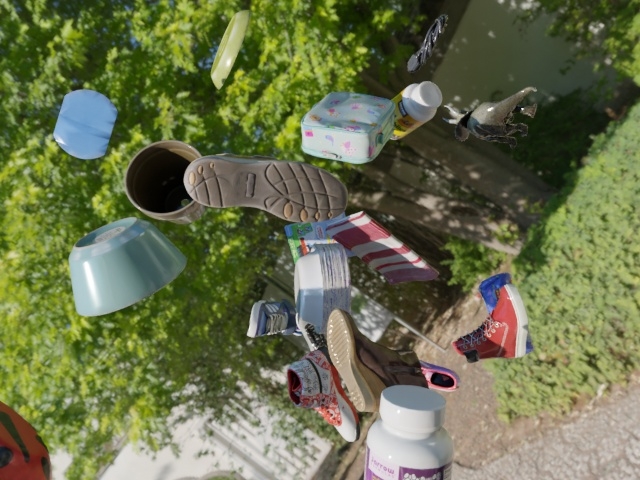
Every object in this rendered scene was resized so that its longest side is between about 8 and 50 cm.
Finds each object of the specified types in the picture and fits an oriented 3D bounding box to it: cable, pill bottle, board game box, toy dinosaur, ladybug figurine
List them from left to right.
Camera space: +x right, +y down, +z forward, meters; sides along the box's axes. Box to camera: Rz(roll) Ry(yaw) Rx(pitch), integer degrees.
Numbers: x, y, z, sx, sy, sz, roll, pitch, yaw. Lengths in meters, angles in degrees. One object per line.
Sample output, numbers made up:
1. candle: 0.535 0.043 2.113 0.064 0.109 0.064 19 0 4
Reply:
1. ladybug figurine: -0.706 0.455 1.108 0.162 0.449 0.305 -58 -40 -14
2. board game box: -0.581 -0.288 1.320 0.033 0.133 0.169 -111 40 -84
3. board game box: 0.000 0.000 1.816 0.211 0.160 0.039 -15 9 6
4. pill bottle: 0.169 0.447 1.026 0.169 0.169 0.302 -22 -65 -76
5. pill bottle: 0.269 -0.395 1.600 0.117 0.117 0.215 -52 12 -25
6. cable: 0.304 -0.543 1.444 0.151 0.047 0.184 -54 0 -13
7. toy dinosaur: 0.434 -0.300 1.328 0.313 0.160 0.121 -153 64 -82

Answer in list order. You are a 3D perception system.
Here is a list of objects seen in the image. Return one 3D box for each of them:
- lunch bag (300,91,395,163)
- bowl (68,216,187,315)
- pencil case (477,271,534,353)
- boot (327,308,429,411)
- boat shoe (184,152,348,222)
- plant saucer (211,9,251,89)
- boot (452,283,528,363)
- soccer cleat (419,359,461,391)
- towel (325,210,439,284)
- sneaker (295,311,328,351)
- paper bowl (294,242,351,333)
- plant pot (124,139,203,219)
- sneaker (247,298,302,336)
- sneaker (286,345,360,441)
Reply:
1. lunch bag: 0.084 -0.310 1.450 0.279 0.224 0.108 -55 -26 -47
2. bowl: -0.533 0.048 1.407 0.311 0.311 0.163 -47 -56 -48
3. pencil case: 0.669 0.268 1.922 0.133 0.306 0.119 -14 -24 8
4. boot: 0.133 0.271 1.232 0.206 0.248 0.090 0 -29 -36
5. boat shoe: -0.103 -0.117 1.058 0.116 0.324 0.123 -117 40 -68
6. plant saucer: -0.267 -0.558 1.531 0.241 0.037 0.241 -50 28 40
7. boot: 0.415 0.217 1.315 0.088 0.176 0.244 -92 -10 -52
8. soccer cleat: 0.407 0.536 2.136 0.116 0.318 0.109 38 -115 -71
9. towel: 0.190 0.034 1.694 0.237 0.329 0.037 -19 37 60
10. sneaker: -0.009 0.365 1.990 0.100 0.272 0.108 -25 18 -9
11. paper bowl: 0.000 0.151 1.659 0.284 0.148 0.284 178 90 -80
12. plant pot: -0.588 -0.200 2.150 0.323 0.323 0.280 -54 -12 -15
13. sneaker: -0.165 0.337 2.207 0.323 0.236 0.130 -65 -13 -83
14. sneaker: 0.000 0.432 1.403 0.145 0.270 0.090 -19 -1 -38
